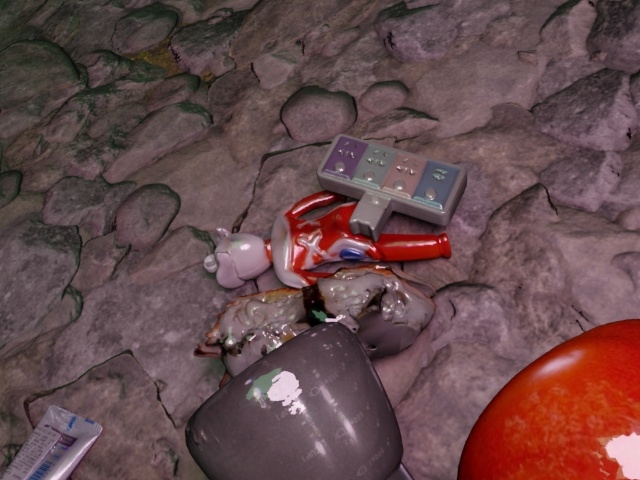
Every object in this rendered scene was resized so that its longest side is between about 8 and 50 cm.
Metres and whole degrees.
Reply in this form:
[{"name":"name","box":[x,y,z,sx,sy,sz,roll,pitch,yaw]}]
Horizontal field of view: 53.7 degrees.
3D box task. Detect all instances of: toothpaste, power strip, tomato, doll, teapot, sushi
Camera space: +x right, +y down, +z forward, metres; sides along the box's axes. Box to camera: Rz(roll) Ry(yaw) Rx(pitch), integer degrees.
[{"name":"toothpaste","box":[-0.436,0.380,0.896,0.114,0.073,0.299,11,54,27]},{"name":"power strip","box":[0.093,-0.068,0.939,0.215,0.061,0.145,20,65,23]},{"name":"tomato","box":[0.283,0.244,0.565,0.290,0.325,0.293,-43,59,21]},{"name":"doll","box":[0.000,0.000,0.985,0.384,0.099,0.188,-10,52,6]},{"name":"teapot","box":[-0.011,0.268,0.664,0.285,0.223,0.305,52,38,12]},{"name":"sushi","box":[-0.001,0.118,0.869,0.332,0.124,0.130,-15,32,9]}]
